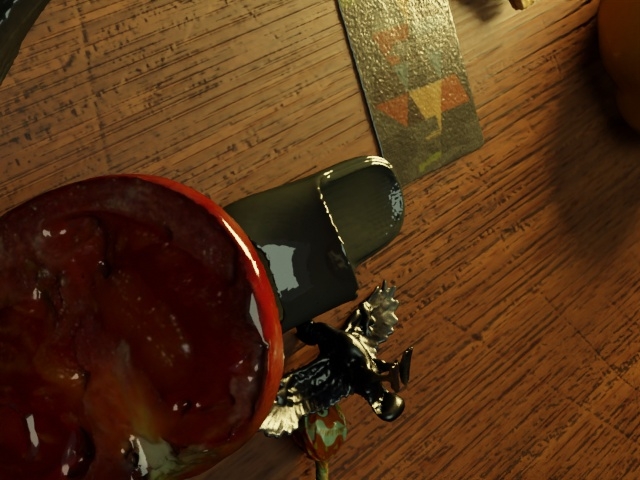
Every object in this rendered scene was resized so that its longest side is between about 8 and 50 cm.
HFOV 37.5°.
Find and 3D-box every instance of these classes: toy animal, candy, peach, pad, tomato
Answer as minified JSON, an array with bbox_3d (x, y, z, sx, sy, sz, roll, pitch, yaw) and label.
[{"bbox_3d":[0.024,0.101,0.780,0.220,0.108,0.062,-42,146,-47],"label":"toy animal"},{"bbox_3d":[0.004,0.218,0.796,0.055,0.049,0.184,-64,149,-76],"label":"candy"},{"bbox_3d":[0.417,-0.227,1.064,0.251,0.153,0.251,7,80,-45],"label":"peach"},{"bbox_3d":[0.087,-0.169,0.887,0.143,0.003,0.211,-27,107,-35],"label":"pad"},{"bbox_3d":[-0.131,0.071,0.610,0.233,0.139,0.200,-32,80,5],"label":"tomato"}]

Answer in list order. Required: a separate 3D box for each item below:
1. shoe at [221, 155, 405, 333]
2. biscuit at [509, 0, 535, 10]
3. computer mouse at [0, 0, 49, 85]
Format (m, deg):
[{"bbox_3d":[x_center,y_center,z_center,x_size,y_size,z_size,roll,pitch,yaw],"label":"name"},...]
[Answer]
[{"bbox_3d":[0.000,0.000,0.761,0.241,0.093,0.108,-32,110,-36],"label":"shoe"},{"bbox_3d":[0.141,-0.331,0.912,0.250,0.035,0.162,54,54,-26],"label":"biscuit"},{"bbox_3d":[-0.261,-0.098,0.556,0.147,0.088,0.264,24,74,-17],"label":"computer mouse"}]
